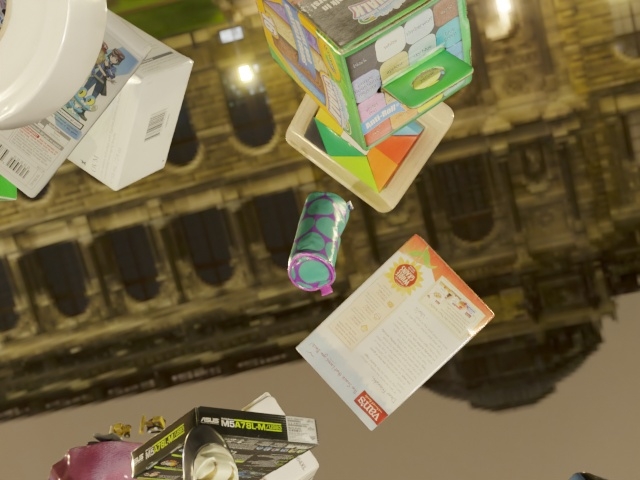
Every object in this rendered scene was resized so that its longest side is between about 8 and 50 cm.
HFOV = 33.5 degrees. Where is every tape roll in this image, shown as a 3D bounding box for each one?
[{"bbox_3d":[-0.385,-0.262,1.177,0.286,0.286,0.100,-12,-177,13],"label":"tape roll"}]

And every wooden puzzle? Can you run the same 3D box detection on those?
[{"bbox_3d":[0.067,-0.175,1.673,0.044,0.221,0.238,-48,173,-44],"label":"wooden puzzle"}]

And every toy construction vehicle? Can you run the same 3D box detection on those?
[{"bbox_3d":[-0.321,0.334,1.829,0.098,0.035,0.085,-3,-140,6],"label":"toy construction vehicle"}]

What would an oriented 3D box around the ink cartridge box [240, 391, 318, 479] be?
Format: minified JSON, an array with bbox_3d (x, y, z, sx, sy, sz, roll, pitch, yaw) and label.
[{"bbox_3d":[-0.083,0.353,1.770,0.086,0.148,0.203,-33,165,-15],"label":"ink cartridge box"}]

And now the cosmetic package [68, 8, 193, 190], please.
[{"bbox_3d":[-0.364,-0.246,1.790,0.225,0.224,0.138,33,-144,17],"label":"cosmetic package"}]

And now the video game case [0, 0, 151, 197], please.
[{"bbox_3d":[-0.420,-0.248,1.344,0.300,0.329,0.036,-43,-167,34],"label":"video game case"}]

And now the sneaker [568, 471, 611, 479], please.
[{"bbox_3d":[0.416,0.336,1.335,0.090,0.232,0.081,-57,-165,9],"label":"sneaker"}]

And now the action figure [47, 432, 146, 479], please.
[{"bbox_3d":[-0.323,0.493,1.619,0.276,0.248,0.370,-1,-145,-24],"label":"action figure"}]

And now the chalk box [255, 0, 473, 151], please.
[{"bbox_3d":[0.050,-0.185,0.965,0.132,0.132,0.213,-32,-124,-11],"label":"chalk box"}]

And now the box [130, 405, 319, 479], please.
[{"bbox_3d":[-0.130,0.281,1.436,0.191,0.045,0.184,12,147,-33],"label":"box"}]

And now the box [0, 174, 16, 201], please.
[{"bbox_3d":[-0.635,-0.190,1.779,0.231,0.261,0.127,-4,174,23],"label":"box"}]

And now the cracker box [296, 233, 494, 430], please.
[{"bbox_3d":[0.104,0.126,1.468,0.232,0.155,0.067,-43,170,4],"label":"cracker box"}]

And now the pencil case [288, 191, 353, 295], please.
[{"bbox_3d":[0.000,0.000,1.391,0.065,0.070,0.151,-21,-151,25],"label":"pencil case"}]

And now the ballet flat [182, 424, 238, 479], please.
[{"bbox_3d":[-0.119,0.297,1.229,0.074,0.074,0.203,-12,-126,10],"label":"ballet flat"}]
